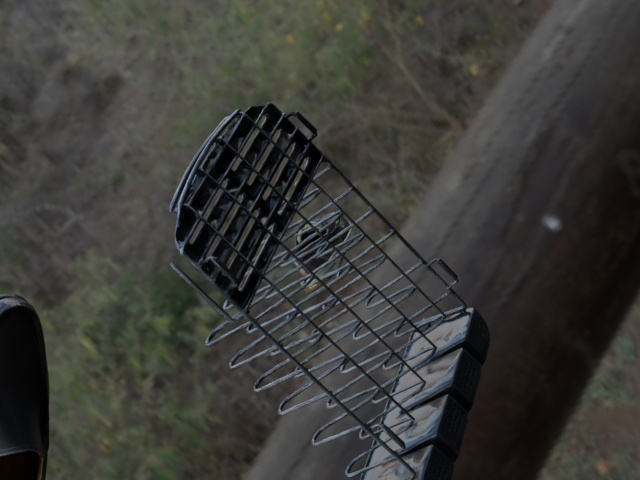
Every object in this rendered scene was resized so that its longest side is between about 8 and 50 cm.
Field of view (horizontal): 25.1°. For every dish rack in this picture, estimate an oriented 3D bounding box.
[{"bbox_3d":[0.003,0.044,0.966,0.074,0.271,0.208,-34,19,33],"label":"dish rack"}]

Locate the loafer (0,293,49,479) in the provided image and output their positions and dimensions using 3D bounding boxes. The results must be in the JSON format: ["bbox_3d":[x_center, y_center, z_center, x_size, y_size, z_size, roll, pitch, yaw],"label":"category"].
[{"bbox_3d":[-0.188,0.119,0.882,0.061,0.062,0.170,17,107,53],"label":"loafer"}]

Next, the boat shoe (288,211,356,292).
[{"bbox_3d":[0.000,0.000,1.526,0.056,0.049,0.152,-30,17,18],"label":"boat shoe"}]
